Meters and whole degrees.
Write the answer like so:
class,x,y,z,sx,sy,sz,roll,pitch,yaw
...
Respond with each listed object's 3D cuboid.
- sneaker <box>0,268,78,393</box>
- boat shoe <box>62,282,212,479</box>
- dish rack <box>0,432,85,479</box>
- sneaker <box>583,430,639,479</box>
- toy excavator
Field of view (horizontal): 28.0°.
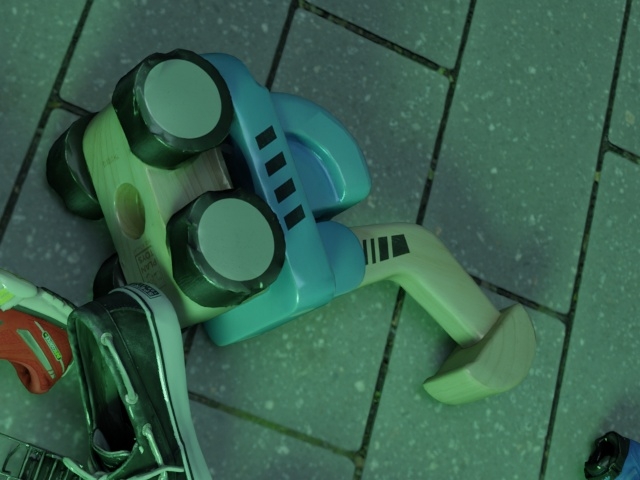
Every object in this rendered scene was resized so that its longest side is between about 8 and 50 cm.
class,x,y,z,sx,sy,sz,roll,pitch,yaw
sneaker,-0.342,0.066,1.187,0.279,0.107,0.118,31,77,-33
boat shoe,-0.172,0.197,1.193,0.105,0.113,0.306,-23,115,-46
dish rack,-0.356,0.252,1.170,0.272,0.074,0.208,24,66,-17
sneaker,0.334,0.292,1.471,0.085,0.058,0.152,31,59,-19
toy excavator,0.000,0.000,1.349,0.445,0.222,0.432,-15,81,-36
